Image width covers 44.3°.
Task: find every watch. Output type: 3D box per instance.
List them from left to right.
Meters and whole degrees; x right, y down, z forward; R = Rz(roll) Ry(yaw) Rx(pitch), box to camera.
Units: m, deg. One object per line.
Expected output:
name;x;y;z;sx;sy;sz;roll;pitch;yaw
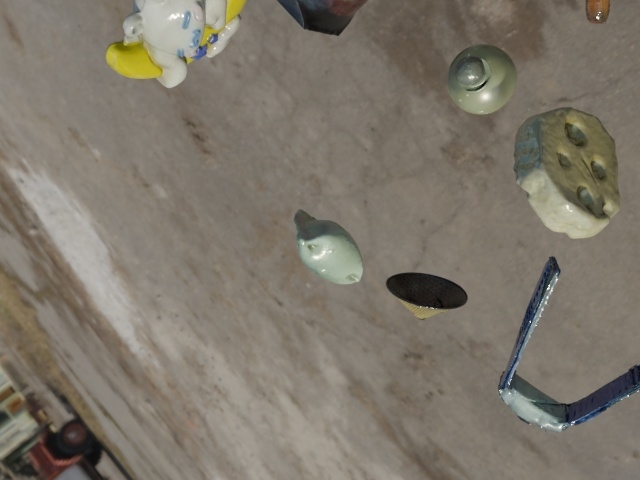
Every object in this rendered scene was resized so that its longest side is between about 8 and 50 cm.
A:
watch;0.411;0.200;1.379;0.276;0.068;0.274;40;127;-5

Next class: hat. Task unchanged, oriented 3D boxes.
hat;0.240;0.147;1.822;0.193;0.193;0.082;28;120;42

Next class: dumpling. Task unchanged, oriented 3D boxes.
dumpling;-0.002;0.012;1.520;0.149;0.105;0.216;23;174;34

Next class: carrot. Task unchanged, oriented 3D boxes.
carrot;0.664;-0.611;1.875;0.060;0.060;0.186;24;129;47

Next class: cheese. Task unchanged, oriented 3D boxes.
cheese;0.599;-0.170;1.879;0.115;0.326;0.318;-29;92;54

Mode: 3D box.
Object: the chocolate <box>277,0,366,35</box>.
chocolate;0.048;-0.715;1.770;0.331;0.383;0.384;-29;99;40

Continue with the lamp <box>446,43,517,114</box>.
lamp;0.199;-0.208;0.993;0.091;0.091;0.163;49;-163;8

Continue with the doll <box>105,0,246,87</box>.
doll;-0.191;-0.304;1.063;0.111;0.237;0.252;53;147;10
